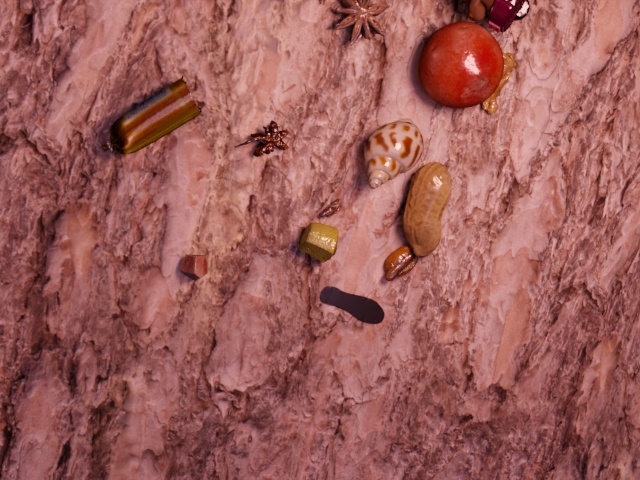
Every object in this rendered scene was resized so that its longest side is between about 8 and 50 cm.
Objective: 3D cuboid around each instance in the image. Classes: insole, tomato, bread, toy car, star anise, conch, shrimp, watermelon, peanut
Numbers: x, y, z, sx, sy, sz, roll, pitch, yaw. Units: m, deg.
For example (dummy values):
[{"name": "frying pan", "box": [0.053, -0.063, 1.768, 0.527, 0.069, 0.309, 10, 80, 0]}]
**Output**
[{"name": "insole", "box": [0.114, 0.221, 2.089, 0.253, 0.005, 0.086, 25, 94, -17]}, {"name": "tomato", "box": [0.442, -0.541, 1.883, 0.264, 0.265, 0.265, -2, 102, -12]}, {"name": "bread", "box": [0.000, 0.000, 1.962, 0.114, 0.129, 0.111, 20, 60, -11]}, {"name": "toy car", "box": [0.550, -0.812, 1.798, 0.240, 0.271, 0.341, 36, 102, 11]}, {"name": "star anise", "box": [-0.182, -0.309, 1.878, 0.190, 0.070, 0.098, -20, 116, -21]}, {"name": "conch", "box": [0.229, -0.279, 1.938, 0.182, 0.149, 0.275, 38, 89, -12]}, {"name": "star anise", "box": [0.125, -0.707, 1.876, 0.195, 0.065, 0.183, -16, 100, -10]}, {"name": "shrimp", "box": [0.038, -0.101, 1.994, 0.092, 0.029, 0.038, -40, 106, -6]}, {"name": "watermelon", "box": [-0.404, 0.083, 1.913, 0.092, 0.072, 0.085, -11, 86, -6]}, {"name": "peanut", "box": [0.354, -0.100, 2.012, 0.153, 0.140, 0.325, -20, 120, -52]}]

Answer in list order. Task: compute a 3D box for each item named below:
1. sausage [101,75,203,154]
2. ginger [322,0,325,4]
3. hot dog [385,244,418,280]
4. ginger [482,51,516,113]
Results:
[{"name": "sausage", "box": [-0.503, -0.345, 1.781, 0.317, 0.117, 0.125, -33, 91, -3]}, {"name": "ginger", "box": [0.007, -0.841, 1.822, 0.133, 0.059, 0.214, -33, 108, -9]}, {"name": "hot dog", "box": [0.271, 0.079, 2.067, 0.140, 0.060, 0.090, -32, 102, -1]}, {"name": "ginger", "box": [0.587, -0.542, 2.016, 0.176, 0.052, 0.193, -33, 105, 1]}]
